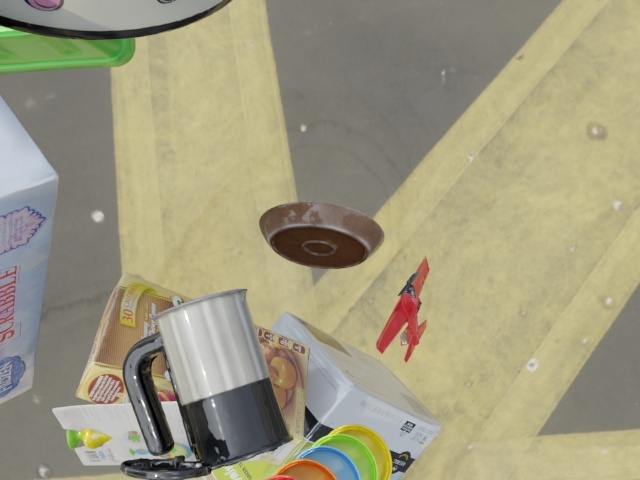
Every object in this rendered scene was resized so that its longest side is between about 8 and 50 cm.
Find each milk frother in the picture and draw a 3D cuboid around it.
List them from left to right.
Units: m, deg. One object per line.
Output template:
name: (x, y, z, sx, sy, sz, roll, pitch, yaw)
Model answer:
milk frother: (-0.101, 0.117, 0.619, 0.129, 0.143, 0.134, -18, 81, -6)

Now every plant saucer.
plant saucer: (0.000, 0.000, 1.029, 0.168, 0.168, 0.029, 6, 65, 1)

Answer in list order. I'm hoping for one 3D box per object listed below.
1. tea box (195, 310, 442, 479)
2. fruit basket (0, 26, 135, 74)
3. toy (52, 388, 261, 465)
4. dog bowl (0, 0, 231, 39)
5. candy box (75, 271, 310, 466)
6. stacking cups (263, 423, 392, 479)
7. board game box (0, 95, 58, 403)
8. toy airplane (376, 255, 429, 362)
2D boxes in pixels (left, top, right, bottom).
tea box: (-0.015, 0.355, 1.410, 0.323, 0.329, 0.220, -51, 47, 6)
fruit basket: (-0.424, -0.433, 1.145, 0.283, 0.392, 0.392, -4, 65, 1)
toy: (-0.200, 0.229, 0.988, 0.237, 0.137, 0.056, -5, 44, 1)
dog bowl: (-0.219, -0.380, 0.672, 0.408, 0.150, 0.408, 9, 60, -17)
candy box: (-0.175, 0.189, 1.145, 0.316, 0.087, 0.183, 25, 36, -17)
stacking cups: (-0.012, 0.261, 0.812, 0.096, 0.316, 0.096, -2, 85, 21)
board game box: (-0.324, -0.059, 0.605, 0.066, 0.318, 0.318, -28, 70, -36)
toy airplane: (0.112, 0.098, 0.982, 0.028, 0.151, 0.151, 20, 65, 21)
